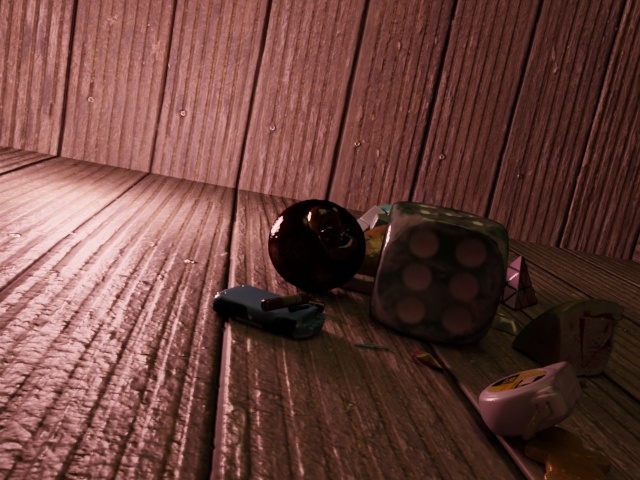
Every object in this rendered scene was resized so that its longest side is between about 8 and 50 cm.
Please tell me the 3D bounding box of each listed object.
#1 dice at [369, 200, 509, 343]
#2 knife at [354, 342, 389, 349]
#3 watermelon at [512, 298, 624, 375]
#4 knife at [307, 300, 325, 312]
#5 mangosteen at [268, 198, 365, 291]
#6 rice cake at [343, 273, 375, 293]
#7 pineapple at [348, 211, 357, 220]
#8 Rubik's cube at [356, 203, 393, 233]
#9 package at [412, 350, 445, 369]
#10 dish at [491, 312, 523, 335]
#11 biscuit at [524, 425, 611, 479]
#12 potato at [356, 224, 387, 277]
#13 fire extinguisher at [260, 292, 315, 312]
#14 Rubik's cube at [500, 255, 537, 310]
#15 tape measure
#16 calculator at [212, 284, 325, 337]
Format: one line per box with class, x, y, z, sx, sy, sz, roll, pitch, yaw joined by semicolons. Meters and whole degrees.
dice;0.324;0.083;1.808;0.331;0.327;0.348;12;11;3
knife;0.125;0.257;1.572;0.091;0.005;0.014;9;10;-11
watermelon;0.667;0.279;1.753;0.213;0.201;0.261;5;-30;-25
knife;-0.102;0.170;1.743;0.231;0.028;0.060;9;24;-3
mangosteen;-0.008;0.003;1.946;0.297;0.293;0.297;4;40;-4
rice cake;0.144;0.140;2.050;0.270;0.055;0.049;14;28;10
pineapple;0.058;-0.011;2.472;0.169;0.169;0.340;13;16;5
Rubik's cube;0.247;-0.016;2.426;0.213;0.265;0.224;-1;42;-51
package;0.257;0.281;1.529;0.083;0.029;0.059;24;6;9
dish;0.558;0.248;1.968;0.091;0.039;0.137;1;14;-43
biscuit;0.443;0.394;1.154;0.153;0.030;0.234;13;11;0
potato;0.194;0.052;2.158;0.266;0.229;0.229;-3;18;-45
fire extinguisher;-0.066;0.151;1.568;0.049;0.035;0.173;17;16;42
Rubik's cube;0.661;0.150;2.342;0.178;0.190;0.211;-1;-3;36
tape measure;0.399;0.312;1.237;0.178;0.105;0.196;-23;-4;36
calculator;-0.132;0.173;1.611;0.293;0.051;0.173;16;14;20
